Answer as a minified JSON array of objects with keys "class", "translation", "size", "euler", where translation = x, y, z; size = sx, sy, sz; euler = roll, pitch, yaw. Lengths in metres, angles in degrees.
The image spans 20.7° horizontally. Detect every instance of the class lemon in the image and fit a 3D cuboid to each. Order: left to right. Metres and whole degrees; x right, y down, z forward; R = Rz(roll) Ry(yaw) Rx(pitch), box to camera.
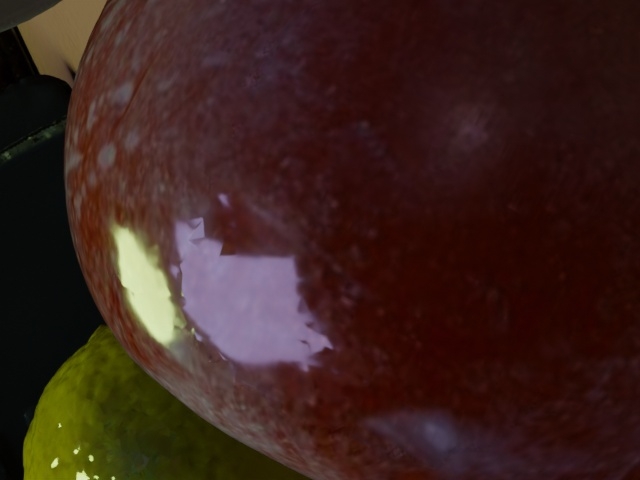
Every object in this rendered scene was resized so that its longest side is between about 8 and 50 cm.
[{"class":"lemon","translation":[-0.083,0.177,1.242],"size":[0.267,0.267,0.267],"euler":[49,159,25]}]

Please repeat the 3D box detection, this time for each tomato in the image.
[{"class":"tomato","translation":[0.050,-0.027,0.580],"size":[0.270,0.227,0.270],"euler":[26,-170,-5]}]

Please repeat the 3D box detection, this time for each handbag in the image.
[{"class":"handbag","translation":[-0.264,0.065,1.418],"size":[0.122,0.303,0.329],"euler":[37,153,48]}]

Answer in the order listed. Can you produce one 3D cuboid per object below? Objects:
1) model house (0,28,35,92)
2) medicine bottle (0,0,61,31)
[{"class":"model house","translation":[-0.394,-0.062,1.573],"size":[0.297,0.282,0.317],"euler":[61,161,-10]},{"class":"medicine bottle","translation":[-0.239,-0.274,0.912],"size":[0.306,0.245,0.245],"euler":[49,159,23]}]
